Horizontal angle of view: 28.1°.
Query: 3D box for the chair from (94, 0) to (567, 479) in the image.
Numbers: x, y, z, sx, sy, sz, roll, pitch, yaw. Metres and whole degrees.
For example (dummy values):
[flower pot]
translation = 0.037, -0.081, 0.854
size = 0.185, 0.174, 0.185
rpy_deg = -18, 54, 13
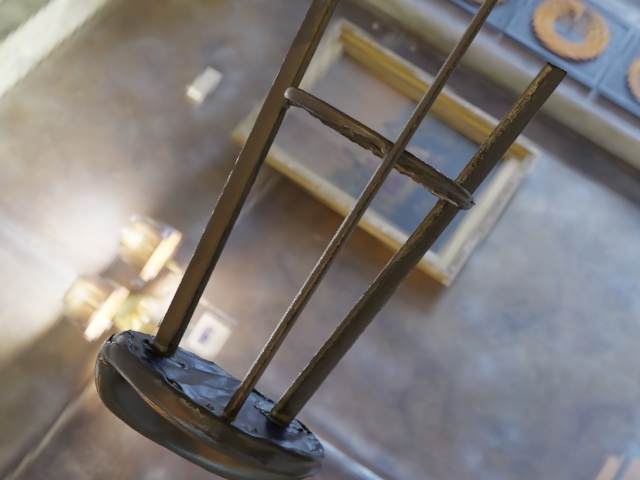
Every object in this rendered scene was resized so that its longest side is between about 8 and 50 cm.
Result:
[chair]
translation = 0.000, 0.000, 0.472
size = 0.221, 0.104, 0.095
rpy_deg = -58, 5, 6
